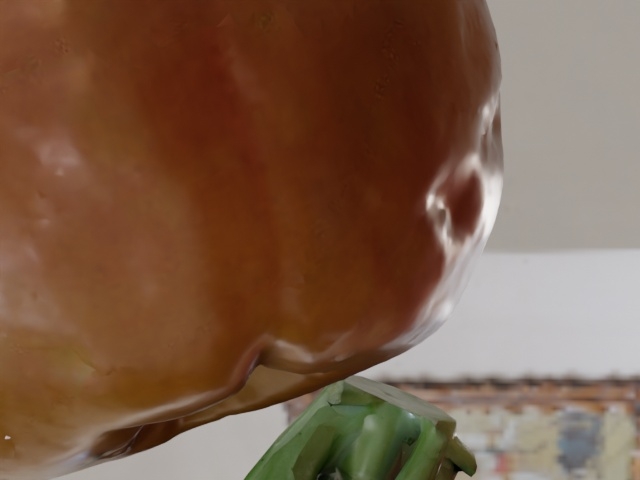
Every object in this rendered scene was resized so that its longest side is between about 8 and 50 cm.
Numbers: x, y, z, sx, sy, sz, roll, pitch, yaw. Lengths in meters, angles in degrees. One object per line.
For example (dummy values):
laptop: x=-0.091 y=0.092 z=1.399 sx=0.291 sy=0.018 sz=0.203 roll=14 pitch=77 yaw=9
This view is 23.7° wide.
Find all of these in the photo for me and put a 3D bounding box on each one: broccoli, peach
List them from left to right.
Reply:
peach: x=-0.091 y=-0.061 z=0.698 sx=0.343 sy=0.342 sz=0.302 roll=43 pitch=-152 yaw=-82
broccoli: x=0.020 y=0.226 z=0.954 sx=0.308 sy=0.307 sz=0.275 roll=-55 pitch=-14 yaw=-80
